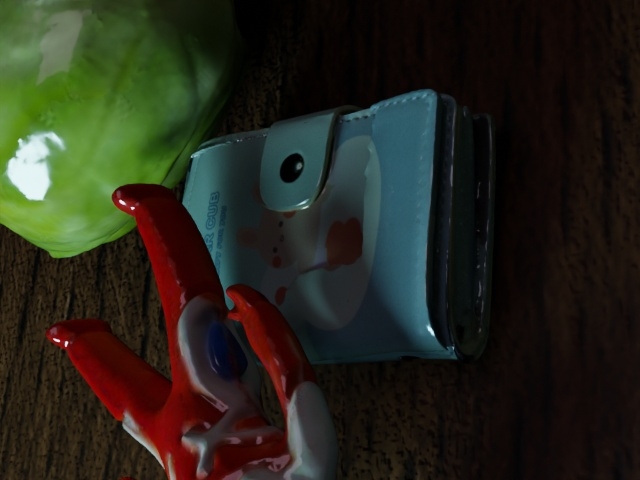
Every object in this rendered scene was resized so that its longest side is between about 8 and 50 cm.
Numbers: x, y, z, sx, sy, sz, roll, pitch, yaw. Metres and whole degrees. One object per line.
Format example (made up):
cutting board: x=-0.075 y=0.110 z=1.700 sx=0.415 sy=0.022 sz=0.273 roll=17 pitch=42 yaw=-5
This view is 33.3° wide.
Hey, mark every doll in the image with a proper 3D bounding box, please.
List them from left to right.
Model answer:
doll: x=-0.058 y=0.132 z=0.658 sx=0.384 sy=0.099 sz=0.188 roll=47 pitch=119 yaw=38

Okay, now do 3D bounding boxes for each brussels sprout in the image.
brussels sprout: x=-0.192 y=-0.145 z=0.861 sx=0.328 sy=0.247 sz=0.328 roll=-22 pitch=46 yaw=25

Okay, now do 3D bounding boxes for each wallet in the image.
wallet: x=0.000 y=0.000 z=0.725 sx=0.250 sy=0.075 sz=0.176 roll=-9 pitch=71 yaw=42
